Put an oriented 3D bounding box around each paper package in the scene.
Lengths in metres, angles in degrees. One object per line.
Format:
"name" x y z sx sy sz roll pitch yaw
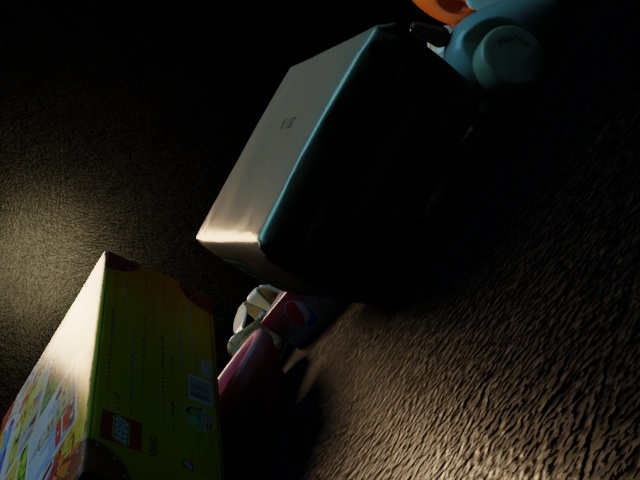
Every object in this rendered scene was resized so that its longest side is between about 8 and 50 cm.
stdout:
"paper package" 0.009 -0.085 1.235 0.309 0.168 0.325 -61 18 -9

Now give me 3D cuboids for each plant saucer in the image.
"plant saucer" -0.157 0.295 1.518 0.332 0.084 0.332 -55 3 4

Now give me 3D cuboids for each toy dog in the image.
"toy dog" 0.230 -0.301 1.230 0.220 0.161 0.333 -51 6 49

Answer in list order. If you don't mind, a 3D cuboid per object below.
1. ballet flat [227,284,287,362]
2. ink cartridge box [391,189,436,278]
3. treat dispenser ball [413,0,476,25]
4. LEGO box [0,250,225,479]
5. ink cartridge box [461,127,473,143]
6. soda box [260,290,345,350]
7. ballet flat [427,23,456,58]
"ballet flat" -0.102 0.148 1.878 0.123 0.123 0.348 -54 4 22
"ink cartridge box" 0.114 -0.010 1.179 0.115 0.029 0.063 -54 4 3
"treat dispenser ball" 0.262 -0.504 1.620 0.288 0.288 0.288 -55 4 5
"LEGO box" -0.310 0.308 1.336 0.372 0.193 0.500 -55 23 19
"ink cartridge box" 0.198 -0.199 1.456 0.115 0.067 0.198 -52 5 46
"soda box" 0.004 0.064 1.498 0.263 0.083 0.092 -52 5 49
"ballet flat" 0.218 -0.310 1.655 0.108 0.106 0.316 -19 4 1
